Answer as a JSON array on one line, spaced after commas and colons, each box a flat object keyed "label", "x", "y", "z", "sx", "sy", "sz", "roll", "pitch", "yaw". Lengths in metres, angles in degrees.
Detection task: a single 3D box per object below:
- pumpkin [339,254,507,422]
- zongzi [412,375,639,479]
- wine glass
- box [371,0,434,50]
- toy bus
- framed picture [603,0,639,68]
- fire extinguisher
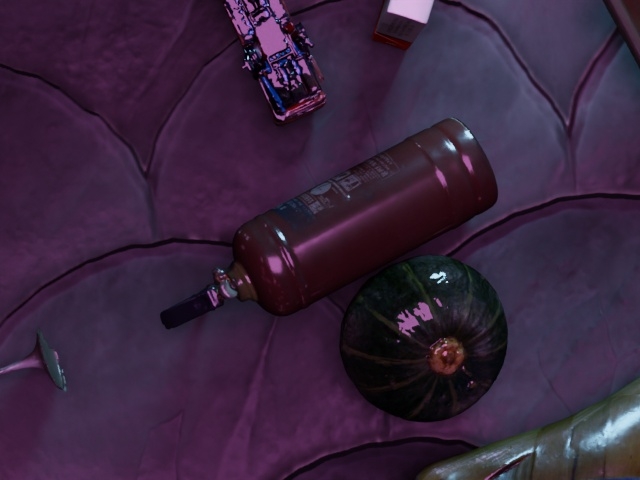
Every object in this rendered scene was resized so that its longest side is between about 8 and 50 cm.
[{"label": "pumpkin", "x": 0.100, "y": 0.097, "z": 1.550, "sx": 0.167, "sy": 0.125, "sz": 0.167, "roll": -7, "pitch": 104, "yaw": -30}, {"label": "zongzi", "x": 0.229, "y": 0.196, "z": 1.573, "sx": 0.260, "sy": 0.123, "sz": 0.289, "roll": 12, "pitch": 68, "yaw": 7}, {"label": "wine glass", "x": -0.385, "y": 0.154, "z": 1.551, "sx": 0.262, "sy": 0.074, "sz": 0.074, "roll": -18, "pitch": 88, "yaw": -2}, {"label": "box", "x": 0.089, "y": -0.250, "z": 1.558, "sx": 0.048, "sy": 0.152, "sz": 0.100, "roll": 20, "pitch": 86, "yaw": -5}, {"label": "toy bus", "x": -0.066, "y": -0.228, "z": 1.576, "sx": 0.073, "sy": 0.096, "sz": 0.235, "roll": -24, "pitch": 89, "yaw": -3}, {"label": "framed picture", "x": 0.468, "y": -0.246, "z": 1.603, "sx": 0.335, "sy": 0.022, "sz": 0.247, "roll": -35, "pitch": 111, "yaw": -5}, {"label": "fire extinguisher", "x": 0.000, "y": 0.000, "z": 1.560, "sx": 0.344, "sy": 0.138, "sz": 0.102, "roll": -28, "pitch": 93, "yaw": -12}]
